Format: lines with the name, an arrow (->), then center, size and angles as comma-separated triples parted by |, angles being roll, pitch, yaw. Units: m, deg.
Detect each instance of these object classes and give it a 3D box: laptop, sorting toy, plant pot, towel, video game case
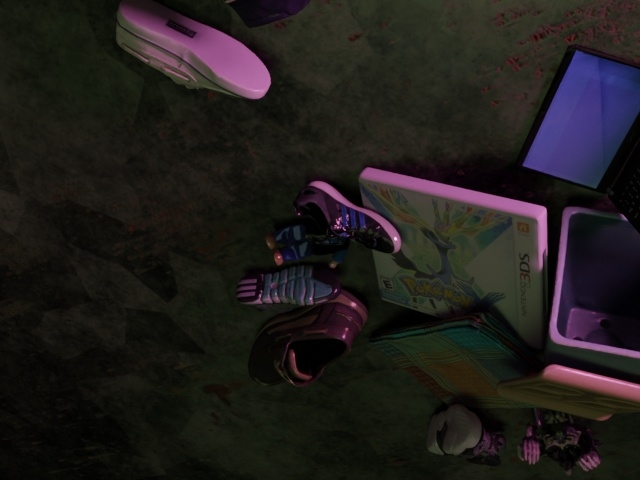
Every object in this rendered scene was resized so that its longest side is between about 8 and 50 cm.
laptop -> 0.444, -0.119, 1.197 | 0.137, 0.264, 0.234 | -9, 139, -22
sorting toy -> 0.466, 0.254, 1.328 | 0.307, 0.041, 0.229 | 14, 161, -3
plant pot -> 0.491, 0.130, 1.343 | 0.248, 0.247, 0.252 | 10, 150, 11
towel -> 0.280, 0.245, 1.565 | 0.271, 0.040, 0.370 | 40, 153, -16
video game case -> 0.230, 0.032, 1.410 | 0.329, 0.036, 0.300 | 16, 137, 32

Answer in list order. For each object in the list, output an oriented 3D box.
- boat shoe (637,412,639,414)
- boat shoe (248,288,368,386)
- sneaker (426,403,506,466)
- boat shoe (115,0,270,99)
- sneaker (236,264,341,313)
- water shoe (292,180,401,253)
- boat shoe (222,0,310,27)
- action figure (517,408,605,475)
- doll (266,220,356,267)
boat shoe -> 0.584, 0.264, 1.495 | 0.258, 0.089, 0.109 | 24, 147, 46
boat shoe -> -0.049, 0.225, 1.687 | 0.132, 0.130, 0.355 | 36, 132, -14
sneaker -> 0.326, 0.411, 1.715 | 0.153, 0.101, 0.268 | 14, 163, -5
boat shoe -> -0.208, -0.287, 1.306 | 0.267, 0.096, 0.088 | 25, 138, -3
sneaker -> -0.052, 0.104, 1.635 | 0.224, 0.083, 0.098 | -2, 153, 24
water shoe -> 0.042, -0.023, 1.431 | 0.203, 0.080, 0.073 | 33, 145, 16
boat shoe -> -0.015, -0.418, 1.120 | 0.341, 0.127, 0.158 | -17, 145, 26
action figure -> 0.478, 0.400, 1.657 | 0.164, 0.141, 0.275 | -10, 123, 25
doll -> 0.000, 0.000, 1.524 | 0.189, 0.046, 0.129 | -13, 116, 21
